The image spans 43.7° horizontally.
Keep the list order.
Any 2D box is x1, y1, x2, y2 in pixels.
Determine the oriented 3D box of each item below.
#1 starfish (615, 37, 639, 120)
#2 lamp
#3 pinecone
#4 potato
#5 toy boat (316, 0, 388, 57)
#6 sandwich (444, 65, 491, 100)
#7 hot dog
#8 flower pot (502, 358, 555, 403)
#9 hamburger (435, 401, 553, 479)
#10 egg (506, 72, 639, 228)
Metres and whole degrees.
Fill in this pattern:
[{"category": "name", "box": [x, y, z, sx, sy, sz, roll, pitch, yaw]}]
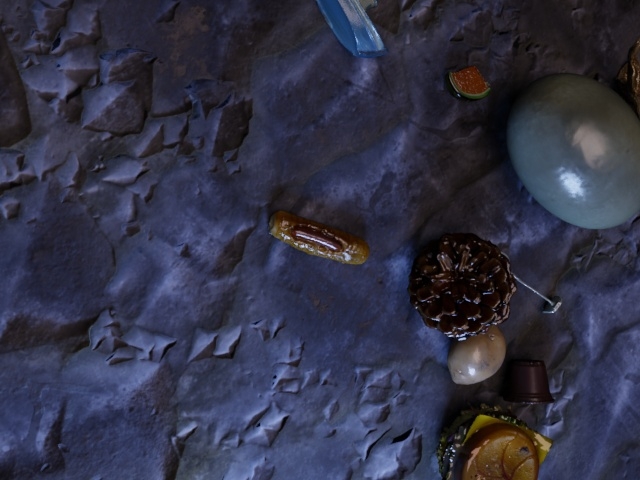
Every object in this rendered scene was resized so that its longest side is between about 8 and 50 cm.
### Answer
[{"category": "starfish", "box": [0.665, -0.288, 1.689, 0.062, 0.236, 0.277, -1, 132, 12]}, {"category": "lamp", "box": [0.436, 0.091, 1.728, 0.198, 0.056, 0.050, 37, 85, -9]}, {"category": "pinecone", "box": [0.273, 0.090, 1.568, 0.221, 0.221, 0.222, -3, 98, -19]}, {"category": "potato", "box": [0.321, 0.231, 1.662, 0.112, 0.112, 0.147, 38, 75, -20]}, {"category": "toy boat", "box": [0.066, -0.441, 1.491, 0.102, 0.088, 0.215, -36, 106, -16]}, {"category": "sandwich", "box": [0.302, -0.318, 1.626, 0.101, 0.026, 0.069, -17, 98, -20]}, {"category": "hot dog", "box": [0.000, 0.000, 1.546, 0.215, 0.047, 0.066, 21, 92, -21]}, {"category": "flower pot", "box": [0.450, 0.302, 1.722, 0.111, 0.111, 0.089, 3, 85, -20]}, {"category": "hamburger", "box": [0.350, 0.471, 1.683, 0.243, 0.138, 0.262, 26, 87, -19]}, {"category": "egg", "box": [0.518, -0.177, 1.597, 0.258, 0.258, 0.352, -47, 107, -9]}]
